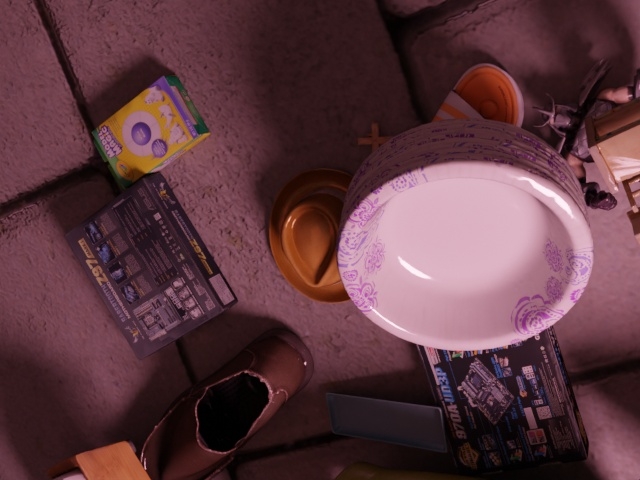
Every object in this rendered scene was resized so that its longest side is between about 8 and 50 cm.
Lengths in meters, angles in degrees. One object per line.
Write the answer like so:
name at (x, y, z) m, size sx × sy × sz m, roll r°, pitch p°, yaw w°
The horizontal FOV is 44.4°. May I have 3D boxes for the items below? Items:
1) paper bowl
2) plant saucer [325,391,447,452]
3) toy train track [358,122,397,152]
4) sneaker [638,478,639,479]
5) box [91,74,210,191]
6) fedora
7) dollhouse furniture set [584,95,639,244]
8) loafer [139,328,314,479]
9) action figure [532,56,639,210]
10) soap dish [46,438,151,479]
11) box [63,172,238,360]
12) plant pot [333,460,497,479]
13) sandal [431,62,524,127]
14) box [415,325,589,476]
paper bowl at (0.166, -0.015, 0.920) m, size 0.284 × 0.148 × 0.284 m, roll 6°, pitch 130°, yaw 7°
plant saucer at (0.092, 0.251, 1.099) m, size 0.192 × 0.018 × 0.067 m, roll -1°, pitch 105°, yaw 37°
toy train track at (0.092, -0.134, 1.049) m, size 0.083 × 0.014 × 0.048 m, roll -1°, pitch 94°, yaw 15°
sneaker at (0.561, 0.244, 0.793) m, size 0.482 × 0.185 × 0.202 m, roll -10°, pitch 80°, yaw 20°
box at (-0.262, -0.155, 1.166) m, size 0.179 × 0.043 × 0.105 m, roll -32°, pitch 88°, yaw 25°
fedora at (0.000, 0.000, 1.076) m, size 0.194 × 0.079 × 0.194 m, roll 5°, pitch 103°, yaw 20°
dollhouse furniture set at (0.396, -0.088, 0.814) m, size 0.182 × 0.101 × 0.161 m, roll -25°, pitch 109°, yaw 26°
loafer at (-0.168, 0.270, 1.170) m, size 0.134 × 0.130 × 0.366 m, roll 45°, pitch 113°, yaw 7°
action figure at (0.377, -0.102, 0.902) m, size 0.285 × 0.099 × 0.185 m, roll 28°, pitch 115°, yaw 17°
soap dish at (-0.324, 0.428, 1.213) m, size 0.229 × 0.118 × 0.291 m, roll 58°, pitch 148°, yaw 2°
box at (-0.260, 0.042, 1.197) m, size 0.183 × 0.059 × 0.233 m, roll -32°, pitch 89°, yaw 23°
plant pot at (0.164, 0.449, 0.984) m, size 0.353 × 0.366 × 0.366 m, roll 13°, pitch 106°, yaw 28°
sandal at (0.166, -0.094, 0.994) m, size 0.102 × 0.076 × 0.265 m, roll 32°, pitch 110°, yaw 12°
box at (0.239, 0.195, 1.040) m, size 0.175 × 0.051 × 0.220 m, roll -17°, pitch 94°, yaw 24°
